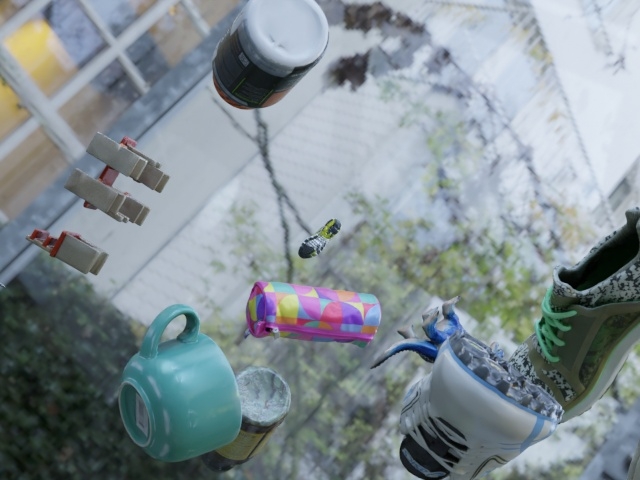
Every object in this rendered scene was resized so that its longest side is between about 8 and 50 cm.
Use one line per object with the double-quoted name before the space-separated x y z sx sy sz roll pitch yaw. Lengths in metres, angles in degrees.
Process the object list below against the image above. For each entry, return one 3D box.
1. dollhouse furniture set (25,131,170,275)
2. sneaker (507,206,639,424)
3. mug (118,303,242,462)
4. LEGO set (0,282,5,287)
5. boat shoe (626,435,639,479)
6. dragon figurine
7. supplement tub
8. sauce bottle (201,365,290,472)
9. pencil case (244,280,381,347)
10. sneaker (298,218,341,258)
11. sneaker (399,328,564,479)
"dollhouse furniture set" -0.416 -0.077 2.008 0.135 0.259 0.262 31 -1 5
"sneaker" 0.352 0.092 1.490 0.182 0.410 0.158 27 26 -31
"mug" -0.166 0.163 1.188 0.129 0.097 0.158 -41 -111 53
"LEGO set" -0.467 0.064 1.453 0.083 0.054 0.023 16 0 -39
"boat shoe" 0.598 0.308 1.795 0.116 0.096 0.325 26 -64 35
"dragon figurine" 0.193 0.179 1.670 0.085 0.289 0.144 -30 -93 31
"supplement tub" -0.073 -0.245 1.426 0.117 0.117 0.190 46 -25 -7
"sauce bottle" -0.141 0.318 1.845 0.111 0.111 0.344 41 -32 5
"pencil case" -0.014 0.129 1.842 0.236 0.105 0.104 5 -4 -25
"sneaker" 0.000 0.000 1.694 0.031 0.083 0.035 50 -5 3
"sneaker" 0.090 0.115 0.677 0.085 0.086 0.237 38 -10 11
